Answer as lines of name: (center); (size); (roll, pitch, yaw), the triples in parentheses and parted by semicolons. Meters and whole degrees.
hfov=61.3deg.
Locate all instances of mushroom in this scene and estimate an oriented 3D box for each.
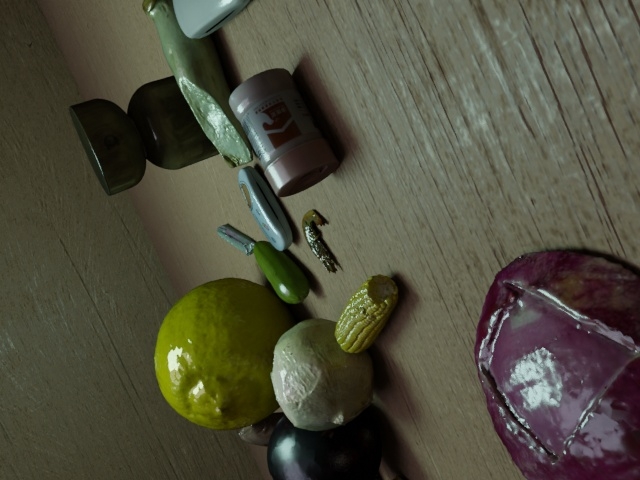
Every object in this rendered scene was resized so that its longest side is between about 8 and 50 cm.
mushroom: (-0.211, -0.288, 0.961); (0.087, 0.107, 0.333); (-18, 99, 23)

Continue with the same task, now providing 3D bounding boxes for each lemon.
lemon: (-0.203, 0.246, 1.214); (0.348, 0.348, 0.348); (48, 153, 35)

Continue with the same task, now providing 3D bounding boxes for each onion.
onion: (0.210, 0.139, 0.466); (0.247, 0.111, 0.250); (57, 159, 14)

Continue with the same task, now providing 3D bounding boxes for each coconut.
coconut: (0.006, 0.239, 0.934); (0.194, 0.194, 0.194); (48, 153, 35)

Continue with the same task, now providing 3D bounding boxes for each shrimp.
shrimp: (0.000, 0.000, 0.895); (0.114, 0.023, 0.083); (60, 155, 20)

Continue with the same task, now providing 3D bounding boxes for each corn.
corn: (0.066, 0.114, 0.810); (0.067, 0.067, 0.206); (56, 155, 21)

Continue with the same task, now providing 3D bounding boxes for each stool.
stool: (-0.326, -0.218, 1.066); (0.179, 0.264, 0.179); (47, 152, 35)

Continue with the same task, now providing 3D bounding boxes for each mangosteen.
mangosteen: (0.020, 0.432, 1.041); (0.265, 0.228, 0.228); (66, 158, 7)

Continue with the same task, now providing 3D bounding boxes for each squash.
squash: (-0.083, 0.058, 1.084); (0.201, 0.066, 0.066); (44, 151, 46)

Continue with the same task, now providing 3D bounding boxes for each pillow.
pillow: (-0.076, 0.464, 1.323); (0.223, 0.236, 0.084); (134, 137, -62)

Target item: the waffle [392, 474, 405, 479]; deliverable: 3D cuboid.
waffle: (0.185, 0.518, 1.010); (0.148, 0.042, 0.102); (18, 130, 60)

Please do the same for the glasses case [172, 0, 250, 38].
glasses case: (-0.164, -0.368, 0.801); (0.233, 0.059, 0.092); (2, 111, 59)

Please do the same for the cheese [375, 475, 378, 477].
cheese: (0.094, 0.533, 1.201); (0.137, 0.064, 0.227); (37, 146, 43)

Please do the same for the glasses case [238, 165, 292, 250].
glasses case: (-0.107, -0.062, 1.034); (0.178, 0.045, 0.067); (60, 157, 13)

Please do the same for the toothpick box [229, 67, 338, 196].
toothpick box: (-0.051, -0.147, 0.748); (0.149, 0.098, 0.098); (62, 158, 7)

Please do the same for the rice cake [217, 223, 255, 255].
rice cake: (-0.208, -0.004, 1.340); (0.207, 0.033, 0.033); (25, 138, 57)
